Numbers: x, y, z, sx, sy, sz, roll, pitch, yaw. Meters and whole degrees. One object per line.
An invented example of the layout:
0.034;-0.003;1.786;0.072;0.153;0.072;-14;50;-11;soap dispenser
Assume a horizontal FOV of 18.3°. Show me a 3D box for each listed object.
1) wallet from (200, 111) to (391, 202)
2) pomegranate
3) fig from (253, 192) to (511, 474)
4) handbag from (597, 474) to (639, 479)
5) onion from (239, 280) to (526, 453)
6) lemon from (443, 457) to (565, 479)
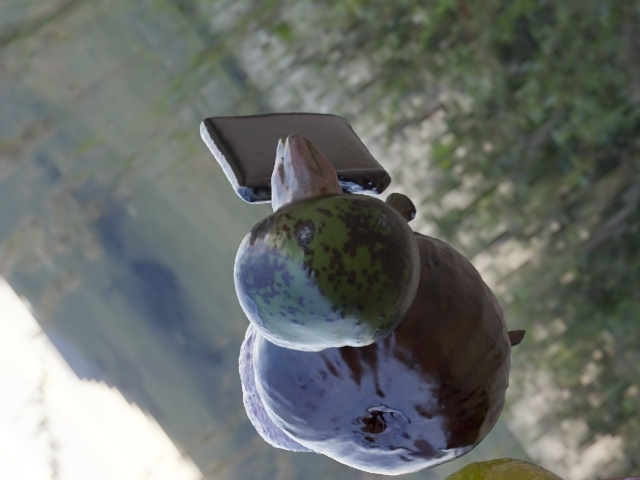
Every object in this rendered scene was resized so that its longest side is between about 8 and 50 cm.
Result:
-0.029;-0.093;2.246;0.229;0.182;0.049;-124;35;-66;wallet
0.002;0.009;1.462;0.125;0.138;0.163;80;175;-45;pomegranate
0.053;0.058;1.743;0.217;0.217;0.321;55;-162;-26;fig
0.227;0.303;1.634;0.059;0.157;0.212;55;-149;-54;handbag
0.007;0.092;2.000;0.348;0.267;0.159;-13;104;46;onion
0.194;0.321;2.030;0.192;0.192;0.231;55;175;-23;lemon
